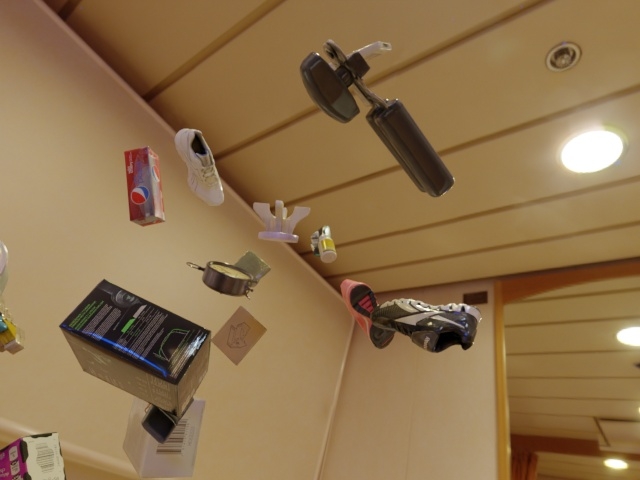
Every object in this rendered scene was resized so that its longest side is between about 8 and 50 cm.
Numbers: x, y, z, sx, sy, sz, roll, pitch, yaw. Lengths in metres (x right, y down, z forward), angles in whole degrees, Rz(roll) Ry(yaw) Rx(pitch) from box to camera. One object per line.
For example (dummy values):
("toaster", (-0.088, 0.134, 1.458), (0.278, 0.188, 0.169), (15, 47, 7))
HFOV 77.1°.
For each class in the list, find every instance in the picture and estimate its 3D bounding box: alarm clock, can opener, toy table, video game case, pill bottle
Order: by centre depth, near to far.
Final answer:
("can opener", (0.086, -0.165, 0.581), (0.093, 0.074, 0.280), (-45, -69, 8))
("alarm clock", (-0.264, 0.096, 1.059), (0.192, 0.064, 0.129), (24, 5, -4))
("video game case", (0.090, -0.505, 1.131), (0.201, 0.183, 0.023), (-14, -72, 25))
("pill bottle", (0.025, 0.029, 1.626), (0.065, 0.116, 0.065), (-6, -45, -6))
("toy table", (-0.177, -0.078, 1.778), (0.252, 0.161, 0.274), (6, -4, -11))

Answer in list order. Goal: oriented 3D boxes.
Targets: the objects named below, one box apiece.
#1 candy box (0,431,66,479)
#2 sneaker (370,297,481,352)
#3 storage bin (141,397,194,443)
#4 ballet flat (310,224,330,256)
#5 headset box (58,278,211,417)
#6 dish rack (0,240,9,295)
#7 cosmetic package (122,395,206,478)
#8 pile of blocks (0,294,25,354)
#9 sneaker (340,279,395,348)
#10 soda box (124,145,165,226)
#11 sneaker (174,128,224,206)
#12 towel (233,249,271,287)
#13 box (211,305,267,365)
("candy box", (-0.458, 0.438, 0.595), (0.159, 0.233, 0.071), (-32, -23, 4))
("sneaker", (0.214, 0.184, 0.847), (0.234, 0.106, 0.078), (-1, -51, 21))
("storage bin", (-0.400, 0.448, 1.057), (0.098, 0.091, 0.135), (39, -57, 6))
("ballet flat", (0.000, 0.000, 1.943), (0.096, 0.280, 0.095), (-12, -69, 6))
("headset box", (-0.405, 0.245, 0.896), (0.283, 0.131, 0.246), (24, -41, 3))
("dish rack", (-0.546, 0.137, 0.457), (0.285, 0.333, 0.072), (4, -34, -4))
("cosmetic package", (-0.559, 0.650, 1.405), (0.161, 0.230, 0.453), (17, -21, -28))
("pile of blocks", (-1.137, 0.236, 1.337), (0.362, 0.112, 0.149), (56, -12, 5))
("sneaker", (0.172, 0.259, 1.468), (0.314, 0.116, 0.136), (60, -14, -24))
("soda box", (-0.616, -0.188, 1.409), (0.092, 0.263, 0.083), (-12, -14, 4))
("sneaker", (-0.426, -0.257, 1.443), (0.129, 0.111, 0.297), (7, -55, 53))
("towel", (-0.258, 0.103, 1.486), (0.148, 0.110, 0.027), (31, -19, 37))
("box", (-0.357, 0.415, 1.758), (0.164, 0.201, 0.021), (39, -5, 14))
